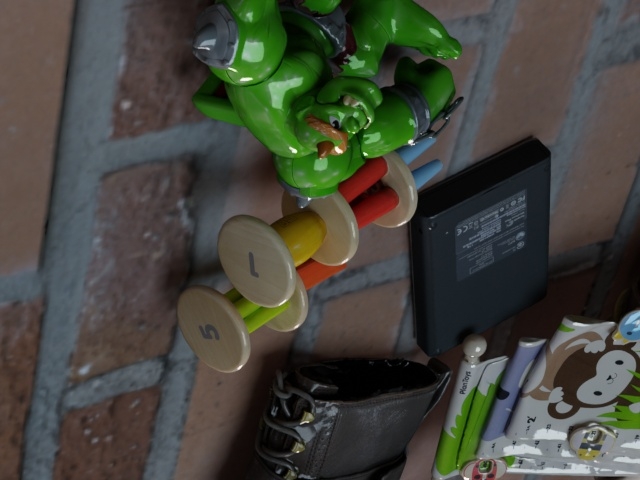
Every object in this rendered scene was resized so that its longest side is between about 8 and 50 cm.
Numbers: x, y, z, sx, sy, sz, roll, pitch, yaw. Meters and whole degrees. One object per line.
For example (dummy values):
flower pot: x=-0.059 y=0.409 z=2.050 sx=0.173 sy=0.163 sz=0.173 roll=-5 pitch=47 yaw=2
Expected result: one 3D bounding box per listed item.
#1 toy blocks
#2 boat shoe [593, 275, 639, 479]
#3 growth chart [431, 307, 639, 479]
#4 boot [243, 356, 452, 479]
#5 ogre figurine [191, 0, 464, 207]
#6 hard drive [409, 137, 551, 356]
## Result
toy blocks: x=0.000 y=0.000 z=1.022 sx=0.148 sy=0.054 sz=0.123 roll=-33 pitch=165 yaw=-39
boat shoe: x=0.257 y=0.050 z=1.267 sx=0.096 sy=0.116 sz=0.324 roll=28 pitch=128 yaw=-9
growth chart: x=0.192 y=0.108 z=1.220 sx=0.237 sy=0.021 sz=0.172 roll=0 pitch=129 yaw=-5
boot: x=-0.044 y=0.175 z=1.151 sx=0.263 sy=0.091 sz=0.229 roll=-12 pitch=129 yaw=-43
ogre figurine: x=0.002 y=-0.095 z=0.910 sx=0.118 sy=0.097 sz=0.197 roll=-52 pitch=161 yaw=-15
hard drive: x=0.101 y=0.007 z=1.150 sx=0.094 sy=0.022 sz=0.135 roll=-27 pitch=141 yaw=-18
